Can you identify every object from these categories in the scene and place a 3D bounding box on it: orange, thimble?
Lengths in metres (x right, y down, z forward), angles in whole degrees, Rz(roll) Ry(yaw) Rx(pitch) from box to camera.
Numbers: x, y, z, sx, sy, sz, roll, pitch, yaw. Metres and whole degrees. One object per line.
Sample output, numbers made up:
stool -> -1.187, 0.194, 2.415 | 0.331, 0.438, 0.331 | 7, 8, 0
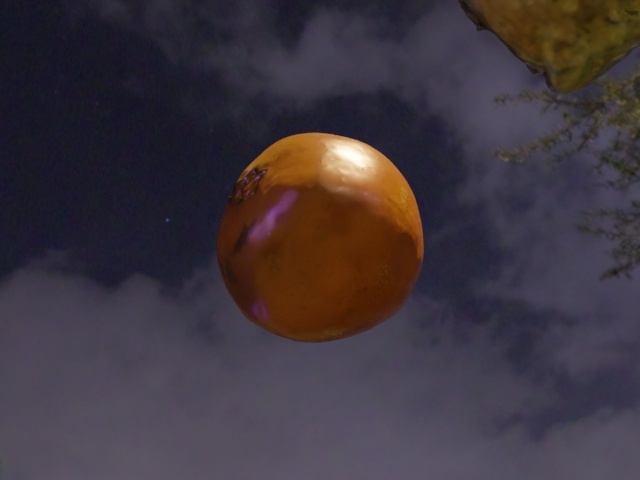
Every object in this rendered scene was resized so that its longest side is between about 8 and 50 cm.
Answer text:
orange -> 0.000, 0.000, 0.993 | 0.311, 0.312, 0.312 | -7, -56, -10
thimble -> 0.143, -0.217, 0.418 | 0.196, 0.229, 0.148 | 33, -56, -24
